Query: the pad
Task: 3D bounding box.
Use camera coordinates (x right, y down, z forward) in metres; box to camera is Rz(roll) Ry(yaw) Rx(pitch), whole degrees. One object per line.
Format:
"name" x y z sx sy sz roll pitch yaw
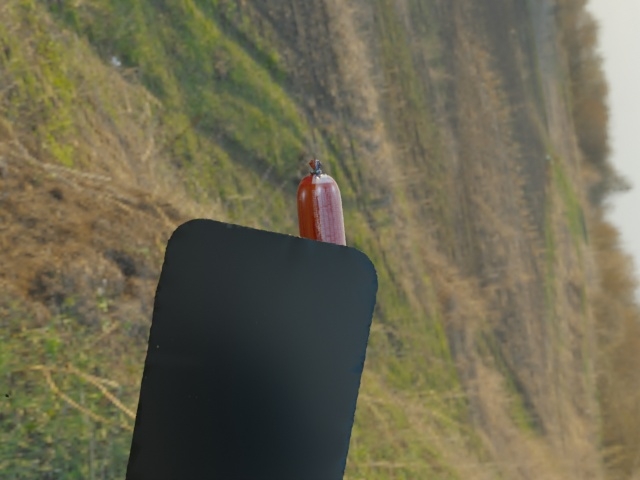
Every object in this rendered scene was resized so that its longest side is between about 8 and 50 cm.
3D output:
"pad" -0.129 0.102 0.766 0.055 0.323 0.250 10 90 -67

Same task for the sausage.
"sausage" 0.000 0.000 0.869 0.048 0.050 0.145 -6 90 -41
